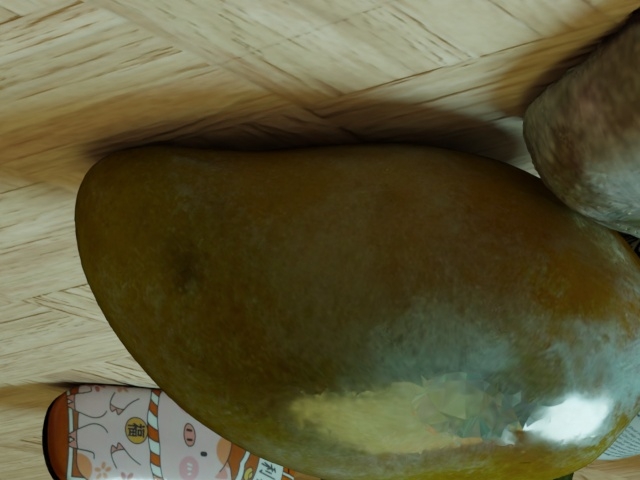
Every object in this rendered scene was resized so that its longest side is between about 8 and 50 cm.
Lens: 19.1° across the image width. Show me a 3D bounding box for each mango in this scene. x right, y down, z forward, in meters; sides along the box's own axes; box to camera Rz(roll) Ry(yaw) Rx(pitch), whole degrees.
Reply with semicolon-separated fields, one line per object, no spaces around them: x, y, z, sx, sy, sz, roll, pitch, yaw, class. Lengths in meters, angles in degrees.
0.031;0.040;1.172;0.384;0.199;0.221;19;121;-8;mango

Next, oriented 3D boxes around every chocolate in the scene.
0.244;-0.069;1.035;0.185;0.100;0.303;9;156;-24;chocolate

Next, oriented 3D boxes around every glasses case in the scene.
-0.140;0.197;1.805;0.266;0.103;0.067;8;161;-34;glasses case

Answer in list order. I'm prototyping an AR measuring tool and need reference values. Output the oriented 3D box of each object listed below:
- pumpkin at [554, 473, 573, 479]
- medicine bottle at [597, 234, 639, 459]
0.190;0.361;2.266;0.312;0.169;0.148;-19;154;42;pumpkin
0.244;0.070;1.366;0.157;0.157;0.288;12;158;-39;medicine bottle
